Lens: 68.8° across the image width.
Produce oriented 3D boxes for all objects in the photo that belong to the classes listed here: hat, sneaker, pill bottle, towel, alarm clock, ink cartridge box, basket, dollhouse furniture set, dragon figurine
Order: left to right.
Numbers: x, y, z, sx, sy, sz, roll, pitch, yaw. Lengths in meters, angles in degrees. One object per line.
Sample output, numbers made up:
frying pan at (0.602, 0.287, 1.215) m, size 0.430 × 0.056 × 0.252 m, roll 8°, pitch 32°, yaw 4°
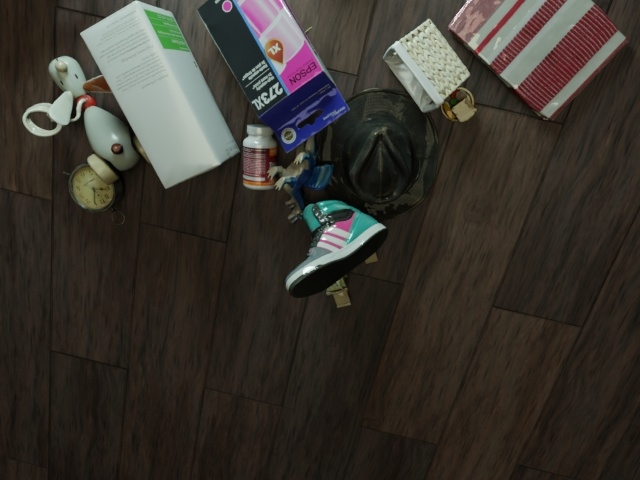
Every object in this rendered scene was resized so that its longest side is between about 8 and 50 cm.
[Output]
alarm clock at (-0.584, -0.127, 1.247) m, size 0.129 × 0.064 × 0.192 m, roll -27°, pitch 101°, yaw 14°
pill bottle at (-0.150, -0.207, 1.162) m, size 0.086 × 0.086 × 0.152 m, roll 5°, pitch 110°, yaw 4°
ink cartridge box at (-0.105, -0.396, 1.020) m, size 0.176 × 0.069 × 0.371 m, roll -31°, pitch 89°, yaw 17°
dragon figurine at (-0.029, -0.174, 1.134) m, size 0.144 × 0.085 × 0.289 m, roll 12°, pitch 121°, yaw -46°
sneaker at (0.000, 0.000, 1.119) m, size 0.178 × 0.296 × 0.123 m, roll 43°, pitch 148°, yaw 28°
dollhouse furniture set at (0.091, 0.092, 1.234) m, size 0.161 × 0.101 × 0.181 m, roll -16°, pitch 107°, yaw 11°
hat at (0.136, -0.189, 1.115) m, size 0.331 × 0.134 × 0.331 m, roll 2°, pitch 110°, yaw 6°
basket at (0.236, -0.385, 1.040) m, size 0.103 × 0.113 × 0.167 m, roll -39°, pitch 99°, yaw 3°
towel at (0.479, -0.459, 1.037) m, size 0.329 × 0.037 × 0.237 m, roll 39°, pitch 107°, yaw -10°

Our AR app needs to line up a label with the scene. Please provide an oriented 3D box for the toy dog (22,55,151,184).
toy dog at (-0.542, -0.289, 1.118) m, size 0.334 × 0.161 × 0.220 m, roll 36°, pitch 81°, yaw -11°

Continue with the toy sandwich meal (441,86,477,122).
toy sandwich meal at (0.326, -0.318, 1.103) m, size 0.086 × 0.029 × 0.085 m, roll 2°, pitch 110°, yaw 5°

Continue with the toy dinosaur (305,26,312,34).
toy dinosaur at (-0.064, -0.410, 1.110) m, size 0.093 × 0.053 × 0.183 m, roll -1°, pitch 118°, yaw -10°

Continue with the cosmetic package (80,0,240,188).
cosmetic package at (-0.352, -0.326, 1.084) m, size 0.155 × 0.197 × 0.365 m, roll -23°, pitch 107°, yaw 12°
